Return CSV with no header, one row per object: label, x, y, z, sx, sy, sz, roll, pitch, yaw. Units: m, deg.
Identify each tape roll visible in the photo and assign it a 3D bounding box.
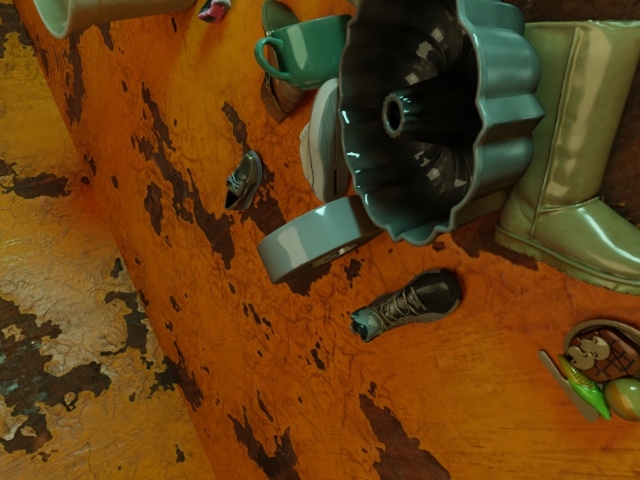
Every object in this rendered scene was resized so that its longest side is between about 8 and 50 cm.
tape roll,0.000,0.000,0.817,0.219,0.219,0.072,-37,77,52

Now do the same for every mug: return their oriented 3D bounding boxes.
mug,-0.018,-0.299,0.752,0.129,0.158,0.097,-84,-18,-68

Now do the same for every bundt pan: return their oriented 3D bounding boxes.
bundt pan,0.142,-0.163,0.584,0.331,0.124,0.330,168,90,-70

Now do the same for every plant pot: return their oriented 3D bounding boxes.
plant pot,-0.444,-0.622,0.997,0.334,0.306,0.333,27,127,42

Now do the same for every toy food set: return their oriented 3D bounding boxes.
toy food set,0.371,0.163,0.582,0.132,0.039,0.192,55,141,18

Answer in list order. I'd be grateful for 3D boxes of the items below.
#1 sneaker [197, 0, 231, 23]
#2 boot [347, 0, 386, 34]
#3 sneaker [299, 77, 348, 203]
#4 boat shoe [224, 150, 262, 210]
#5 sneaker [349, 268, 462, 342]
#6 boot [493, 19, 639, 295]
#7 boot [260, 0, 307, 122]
sneaker,-0.231,-0.519,1.008,0.119,0.047,0.057,-3,86,50
boot,0.078,-0.429,0.608,0.203,0.095,0.261,52,146,23
sneaker,0.001,-0.174,0.806,0.091,0.094,0.258,46,151,27
boat shoe,-0.192,-0.135,1.116,0.066,0.066,0.183,48,139,25
sneaker,0.128,0.127,0.790,0.229,0.132,0.086,-40,75,52
boot,0.304,-0.093,0.503,0.236,0.089,0.269,25,124,43
boot,-0.087,-0.339,0.889,0.152,0.073,0.197,-37,66,63
